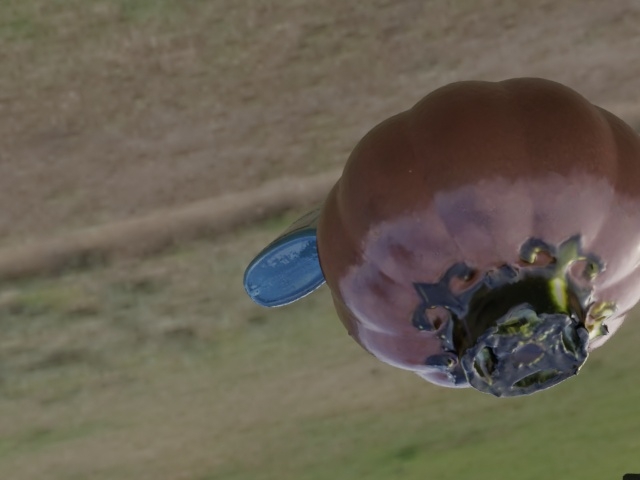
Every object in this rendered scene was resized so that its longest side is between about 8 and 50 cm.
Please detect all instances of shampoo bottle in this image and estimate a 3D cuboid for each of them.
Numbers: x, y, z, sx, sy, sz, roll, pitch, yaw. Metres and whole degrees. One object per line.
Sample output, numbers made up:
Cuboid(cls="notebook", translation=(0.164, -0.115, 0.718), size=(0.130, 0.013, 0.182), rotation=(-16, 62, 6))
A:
Cuboid(cls="shampoo bottle", translation=(0.000, 0.000, 1.581), size=(0.104, 0.061, 0.258), rotation=(-31, -176, 17))

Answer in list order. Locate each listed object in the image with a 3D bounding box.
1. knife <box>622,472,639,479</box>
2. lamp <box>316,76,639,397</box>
Cuboid(cls="knife", translation=(0.345, 0.314, 1.475), size=(0.072, 0.245, 0.019), rotation=(4, 129, -18))
Cuboid(cls="lamp", translation=(0.151, 0.011, 1.337), size=(0.305, 0.239, 0.305), rotation=(-7, 136, -6))
